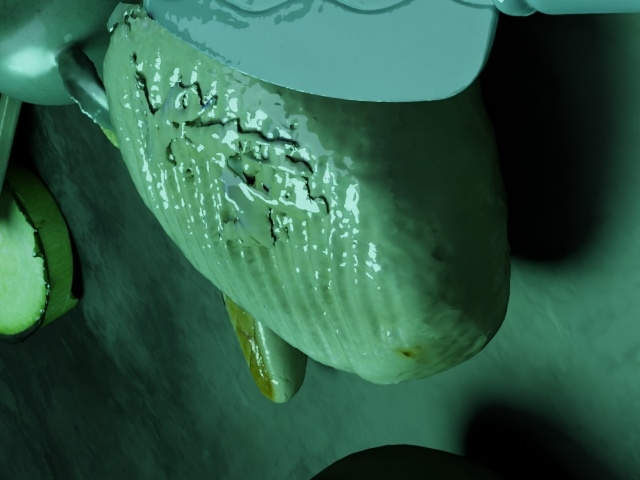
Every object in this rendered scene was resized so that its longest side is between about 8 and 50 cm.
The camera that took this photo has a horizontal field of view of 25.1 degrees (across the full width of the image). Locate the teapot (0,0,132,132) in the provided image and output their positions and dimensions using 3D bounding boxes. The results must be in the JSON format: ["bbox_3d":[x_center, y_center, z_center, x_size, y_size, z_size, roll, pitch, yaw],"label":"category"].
[{"bbox_3d":[-0.176,-0.188,1.009,0.193,0.129,0.294,-40,61,24],"label":"teapot"}]

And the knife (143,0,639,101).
[{"bbox_3d":[0.055,-0.101,0.615,0.331,0.044,0.080,-4,101,35],"label":"knife"}]

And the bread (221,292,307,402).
[{"bbox_3d":[-0.048,0.026,1.116,0.073,0.053,0.214,19,130,51],"label":"bread"}]

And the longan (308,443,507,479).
[{"bbox_3d":[0.067,0.256,0.936,0.248,0.248,0.248,45,151,33],"label":"longan"}]

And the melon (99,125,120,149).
[{"bbox_3d":[-0.127,-0.120,1.083,0.160,0.079,0.128,64,157,-5],"label":"melon"}]

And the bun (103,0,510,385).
[{"bbox_3d":[0.005,-0.053,0.797,0.273,0.168,0.273,38,151,25],"label":"bun"}]

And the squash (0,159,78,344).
[{"bbox_3d":[-0.348,0.001,1.660,0.220,0.133,0.220,24,125,38],"label":"squash"}]

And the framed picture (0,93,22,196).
[{"bbox_3d":[-0.425,-0.131,1.602,0.324,0.020,0.240,36,117,44],"label":"framed picture"}]
